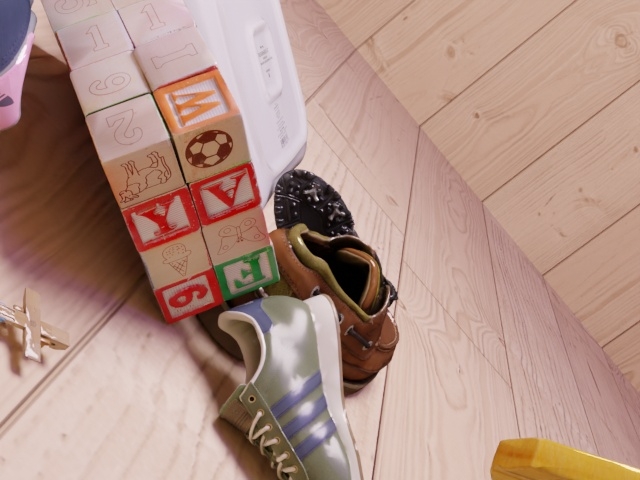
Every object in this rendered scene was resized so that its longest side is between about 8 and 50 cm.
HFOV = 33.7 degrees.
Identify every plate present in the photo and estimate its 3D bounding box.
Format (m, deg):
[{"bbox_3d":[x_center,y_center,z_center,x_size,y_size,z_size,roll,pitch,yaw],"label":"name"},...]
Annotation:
[{"bbox_3d":[-0.071,-0.172,1.040,0.277,0.045,0.278,-62,140,-68],"label":"plate"}]

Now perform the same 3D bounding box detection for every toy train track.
[{"bbox_3d":[-0.170,0.041,0.558,0.083,0.014,0.048,32,30,-38],"label":"toy train track"}]

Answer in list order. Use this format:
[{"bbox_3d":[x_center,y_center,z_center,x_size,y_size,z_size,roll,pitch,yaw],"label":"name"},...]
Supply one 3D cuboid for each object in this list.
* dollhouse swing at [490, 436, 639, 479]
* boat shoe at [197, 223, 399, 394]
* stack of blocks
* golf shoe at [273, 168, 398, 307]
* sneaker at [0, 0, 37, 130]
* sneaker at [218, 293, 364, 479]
[{"bbox_3d":[0.284,0.356,0.841,0.347,0.305,0.315,69,27,-57],"label":"dollhouse swing"},{"bbox_3d":[0.016,0.057,0.898,0.110,0.104,0.307,56,15,19],"label":"boat shoe"},{"bbox_3d":[-0.130,-0.112,0.761,0.171,0.087,0.297,79,-13,-51],"label":"stack of blocks"},{"bbox_3d":[0.000,0.000,1.058,0.198,0.077,0.094,60,-4,-35],"label":"golf shoe"},{"bbox_3d":[-0.247,-0.171,0.718,0.319,0.112,0.131,-112,-172,-61],"label":"sneaker"},{"bbox_3d":[-0.027,0.124,0.710,0.086,0.064,0.192,3,60,-21],"label":"sneaker"}]
